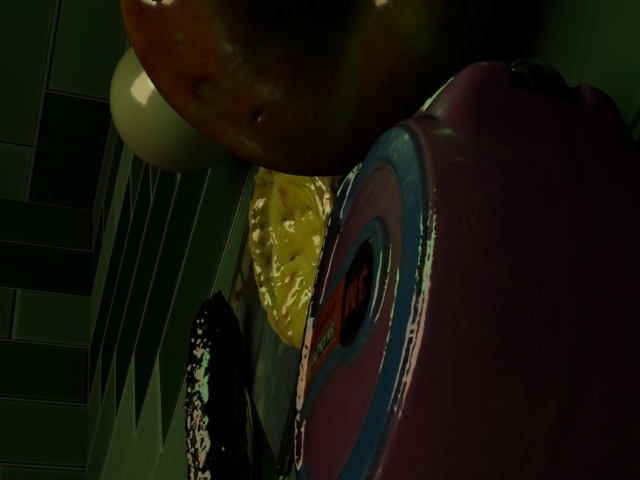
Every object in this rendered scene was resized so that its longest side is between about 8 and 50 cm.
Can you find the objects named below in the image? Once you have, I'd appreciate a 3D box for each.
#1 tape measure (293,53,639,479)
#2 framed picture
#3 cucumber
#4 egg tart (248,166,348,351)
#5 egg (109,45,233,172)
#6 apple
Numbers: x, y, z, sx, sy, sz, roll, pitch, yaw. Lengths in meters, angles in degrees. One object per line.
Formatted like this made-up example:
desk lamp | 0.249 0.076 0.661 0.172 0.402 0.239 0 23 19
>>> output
tape measure | 0.076 0.041 0.490 0.231 0.149 0.245 123 157 -59
framed picture | -0.047 0.045 1.074 0.347 0.016 0.265 -122 44 -63
cucumber | -0.113 0.191 1.079 0.072 0.072 0.300 129 139 -59
egg tart | 0.000 0.000 0.806 0.191 0.074 0.191 25 118 59
egg | -0.175 -0.178 1.290 0.241 0.185 0.186 176 102 -82
apple | -0.009 -0.167 0.664 0.226 0.246 0.246 -123 44 -71
